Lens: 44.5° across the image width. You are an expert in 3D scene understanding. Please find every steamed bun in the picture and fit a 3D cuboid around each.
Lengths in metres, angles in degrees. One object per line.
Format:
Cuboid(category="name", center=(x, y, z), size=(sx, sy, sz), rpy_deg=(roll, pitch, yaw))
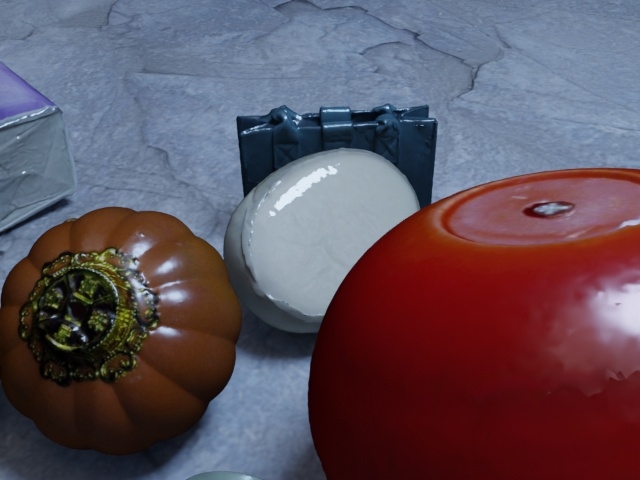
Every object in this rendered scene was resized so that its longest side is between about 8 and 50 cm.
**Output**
Cuboid(category="steamed bun", center=(0.000, 0.000, 0.846), size=(0.228, 0.130, 0.177), rpy_deg=(-39, 93, -25))

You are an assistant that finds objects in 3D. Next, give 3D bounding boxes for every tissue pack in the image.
Cuboid(category="tissue pack", center=(-0.501, -0.135, 1.015), size=(0.242, 0.160, 0.338), rpy_deg=(-28, 46, -30))

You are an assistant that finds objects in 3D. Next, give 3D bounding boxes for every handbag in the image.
Cuboid(category="handbag", center=(0.019, -0.085, 0.936), size=(0.229, 0.179, 0.062), rpy_deg=(-5, 38, -4))

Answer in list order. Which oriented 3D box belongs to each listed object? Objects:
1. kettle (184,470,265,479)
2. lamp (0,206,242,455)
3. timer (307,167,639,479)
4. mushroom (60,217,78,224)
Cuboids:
Cuboid(category="kettle", center=(-0.086, 0.253, 0.557), size=(0.126, 0.098, 0.148), rpy_deg=(8, 41, 2))
Cuboid(category="lamp", center=(-0.181, 0.078, 0.702), size=(0.223, 0.196, 0.223), rpy_deg=(-2, 74, 6))
Cuboid(category="timer", center=(0.179, 0.102, 0.563), size=(0.377, 0.279, 0.378), rpy_deg=(-14, 19, 5))
Cuboid(category="mushroom", center=(-0.234, 0.019, 0.876), size=(0.129, 0.073, 0.088), rpy_deg=(32, 52, -13))
